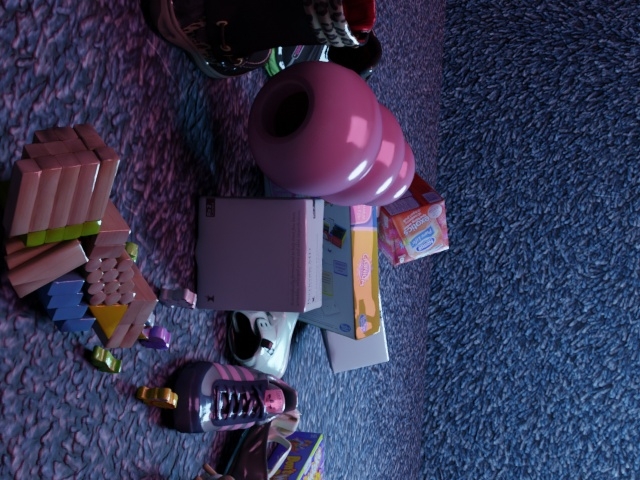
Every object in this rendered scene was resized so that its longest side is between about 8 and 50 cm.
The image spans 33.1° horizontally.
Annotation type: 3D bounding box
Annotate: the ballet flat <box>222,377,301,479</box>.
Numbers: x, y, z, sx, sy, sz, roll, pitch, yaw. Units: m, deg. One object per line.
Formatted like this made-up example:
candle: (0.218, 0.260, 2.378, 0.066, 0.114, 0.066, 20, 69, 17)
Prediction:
ballet flat: (-0.094, 0.337, 1.911, 0.095, 0.096, 0.280, 110, -1, -45)

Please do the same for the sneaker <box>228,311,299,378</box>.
sneaker: (-0.096, 0.110, 1.894, 0.151, 0.094, 0.256, 48, 44, -64)

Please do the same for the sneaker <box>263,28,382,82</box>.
sneaker: (0.026, -0.321, 2.085, 0.483, 0.202, 0.185, 47, 48, -69)

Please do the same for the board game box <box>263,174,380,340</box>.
board game box: (0.000, 0.000, 1.965, 0.064, 0.242, 0.316, -16, 111, -39)

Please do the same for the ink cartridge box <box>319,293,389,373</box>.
ink cartridge box: (0.047, 0.081, 2.223, 0.223, 0.129, 0.307, -106, -174, -55)

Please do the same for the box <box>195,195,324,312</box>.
box: (-0.094, 0.020, 1.717, 0.119, 0.182, 0.181, -10, 102, -75)

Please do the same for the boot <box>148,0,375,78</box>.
boot: (-0.059, -0.330, 1.606, 0.377, 0.284, 0.138, 22, 69, -73)

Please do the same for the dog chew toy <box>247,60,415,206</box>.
dog chew toy: (0.035, -0.146, 1.687, 0.332, 0.206, 0.206, 26, 65, -54)

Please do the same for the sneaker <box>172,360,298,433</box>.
sneaker: (-0.130, 0.246, 1.706, 0.319, 0.131, 0.112, 7, 85, -75)

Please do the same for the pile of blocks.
pile of blocks: (-0.288, -0.002, 1.203, 0.112, 0.149, 0.362, 51, -20, 31)

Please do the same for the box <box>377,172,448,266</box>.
box: (0.152, -0.069, 2.240, 0.257, 0.128, 0.122, -128, -155, -55)

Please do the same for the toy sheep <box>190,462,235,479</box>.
toy sheep: (-0.173, 0.394, 1.623, 0.091, 0.132, 0.091, 33, 33, -25)

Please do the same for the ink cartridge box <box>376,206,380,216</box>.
ink cartridge box: (0.028, -0.127, 2.136, 0.082, 0.190, 0.139, 71, 26, -56)

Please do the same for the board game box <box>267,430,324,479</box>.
board game box: (-0.072, 0.549, 2.056, 0.347, 0.078, 0.233, -50, 140, -66)

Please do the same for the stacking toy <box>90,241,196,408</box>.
stacking toy: (-0.234, 0.118, 1.460, 0.221, 0.052, 0.167, 61, 34, -61)
